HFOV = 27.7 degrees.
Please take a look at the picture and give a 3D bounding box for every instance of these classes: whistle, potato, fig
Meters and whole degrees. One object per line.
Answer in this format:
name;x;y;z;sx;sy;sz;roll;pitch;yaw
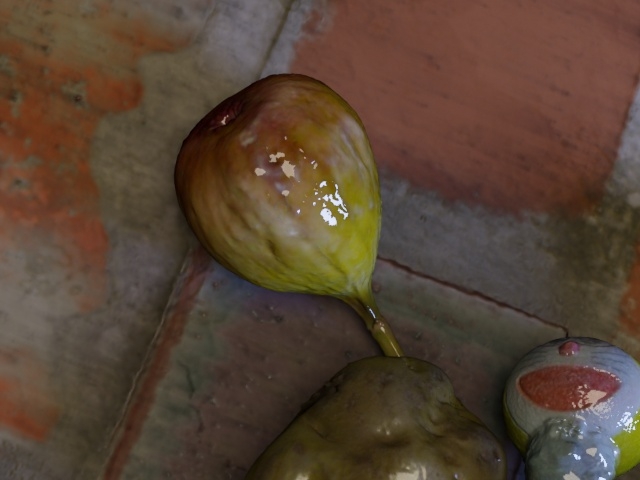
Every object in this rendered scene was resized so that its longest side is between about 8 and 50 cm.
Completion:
whistle;0.187;0.151;0.963;0.123;0.123;0.223;24;45;-2
potato;0.038;0.183;0.961;0.200;0.137;0.154;-41;57;-13
fig;0.000;0.000;1.000;0.159;0.159;0.257;-35;102;-12
